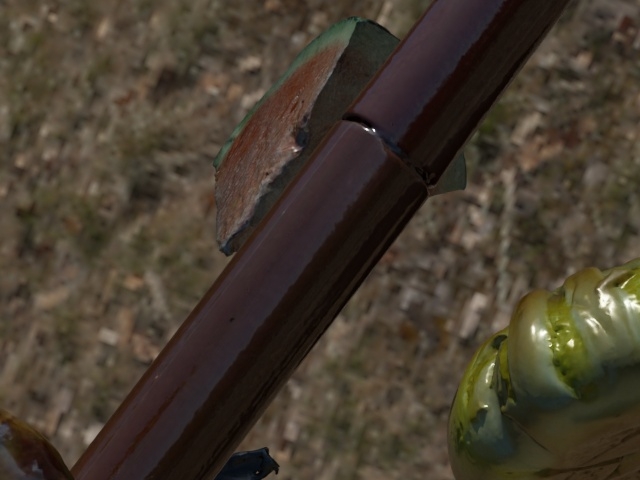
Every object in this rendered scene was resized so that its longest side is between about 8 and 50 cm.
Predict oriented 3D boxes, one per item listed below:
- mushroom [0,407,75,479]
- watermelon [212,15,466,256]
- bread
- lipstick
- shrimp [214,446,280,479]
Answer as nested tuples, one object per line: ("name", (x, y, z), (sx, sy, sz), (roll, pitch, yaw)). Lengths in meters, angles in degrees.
("mushroom", (-0.134, 0.091, 0.552), (0.073, 0.130, 0.088), (-145, 67, -67))
("watermelon", (-0.022, -0.073, 1.228), (0.207, 0.202, 0.136), (-9, 95, 37))
("bread", (0.164, 0.079, 0.992), (0.213, 0.213, 0.104), (-49, 47, 44))
("lipstick", (0.000, 0.000, 0.800), (0.356, 0.057, 0.057), (-53, 17, -10))
("shrimp", (-0.222, 0.265, 1.287), (0.445, 0.085, 0.272), (-26, 23, 14))
